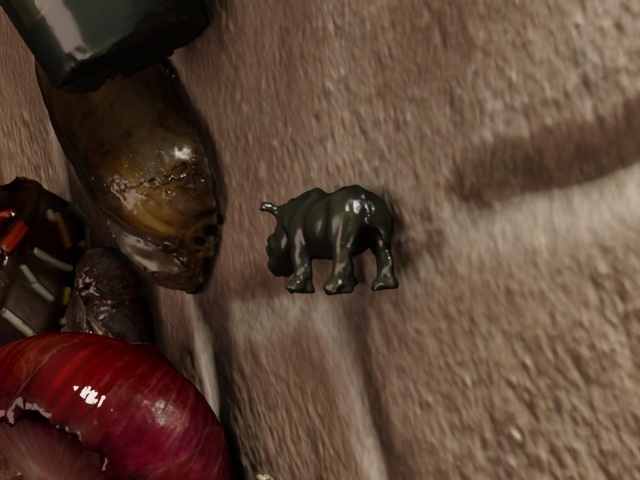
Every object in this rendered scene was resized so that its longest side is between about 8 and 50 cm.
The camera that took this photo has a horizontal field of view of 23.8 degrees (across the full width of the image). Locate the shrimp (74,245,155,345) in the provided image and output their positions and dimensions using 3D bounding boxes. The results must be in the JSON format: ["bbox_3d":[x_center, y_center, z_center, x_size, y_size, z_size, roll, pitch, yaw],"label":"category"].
[{"bbox_3d":[-0.173,0.098,1.270,0.073,0.075,0.190,4,112,30],"label":"shrimp"}]

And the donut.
[{"bbox_3d":[-0.287,0.069,1.350,0.270,0.103,0.269,-159,90,-75],"label":"donut"}]

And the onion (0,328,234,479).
[{"bbox_3d":[-0.160,0.167,1.155,0.248,0.161,0.248,45,157,25],"label":"onion"}]

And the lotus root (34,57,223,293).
[{"bbox_3d":[-0.176,-0.095,1.198,0.329,0.078,0.167,53,141,42],"label":"lotus root"}]

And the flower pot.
[{"bbox_3d":[-0.150,-0.169,1.048,0.106,0.157,0.157,66,152,4],"label":"flower pot"}]

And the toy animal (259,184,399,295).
[{"bbox_3d":[0.000,0.000,0.914,0.136,0.047,0.065,174,92,-65],"label":"toy animal"}]

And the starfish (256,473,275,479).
[{"bbox_3d":[0.003,0.272,1.010,0.138,0.050,0.247,35,137,54],"label":"starfish"}]
